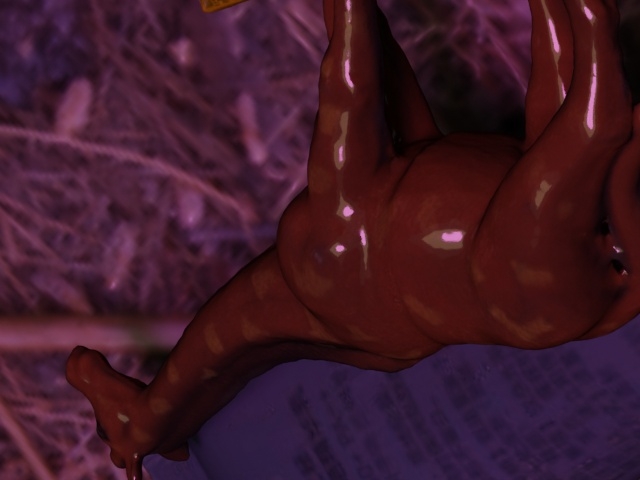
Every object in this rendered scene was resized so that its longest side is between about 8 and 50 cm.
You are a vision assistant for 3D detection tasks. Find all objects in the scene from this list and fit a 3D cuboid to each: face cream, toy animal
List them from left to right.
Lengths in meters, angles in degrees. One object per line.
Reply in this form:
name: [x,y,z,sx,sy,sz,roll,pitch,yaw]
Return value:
toy animal: [0.000,0.000,0.549,0.224,0.066,0.229,16,123,30]
face cream: [0.084,0.029,0.580,0.385,0.086,0.135,-36,81,34]

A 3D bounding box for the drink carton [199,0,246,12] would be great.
drink carton: [-0.035,-0.177,0.548,0.075,0.084,0.200,-12,110,30]
